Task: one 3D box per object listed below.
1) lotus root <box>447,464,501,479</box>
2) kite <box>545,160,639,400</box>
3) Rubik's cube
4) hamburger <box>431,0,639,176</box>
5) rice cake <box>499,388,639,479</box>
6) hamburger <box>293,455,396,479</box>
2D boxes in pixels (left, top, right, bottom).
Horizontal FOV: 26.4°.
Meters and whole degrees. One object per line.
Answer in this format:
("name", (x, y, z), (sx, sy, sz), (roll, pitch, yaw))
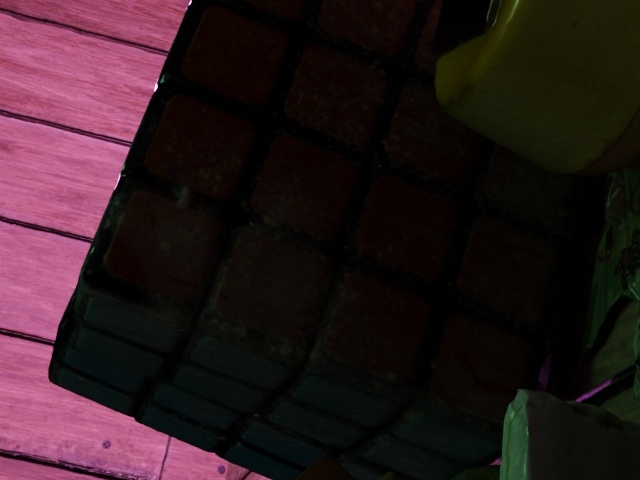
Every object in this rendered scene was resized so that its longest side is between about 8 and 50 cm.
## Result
("lotus root", (0.121, 0.217, 0.978), (0.192, 0.088, 0.113), (121, 144, -61))
("kite", (0.217, -0.001, 0.961), (0.267, 0.013, 0.323), (-83, 9, -45))
("Rubik's cube", (0.000, 0.000, 1.137), (0.337, 0.344, 0.343), (122, 170, -66))
("hamburger", (0.187, -0.188, 0.894), (0.300, 0.176, 0.300), (-166, 90, -80))
("rice cake", (0.145, 0.189, 0.762), (0.038, 0.124, 0.211), (-38, 40, 51))
("hamburger", (0.021, 0.284, 0.830), (0.274, 0.212, 0.274), (-51, -14, -18))
